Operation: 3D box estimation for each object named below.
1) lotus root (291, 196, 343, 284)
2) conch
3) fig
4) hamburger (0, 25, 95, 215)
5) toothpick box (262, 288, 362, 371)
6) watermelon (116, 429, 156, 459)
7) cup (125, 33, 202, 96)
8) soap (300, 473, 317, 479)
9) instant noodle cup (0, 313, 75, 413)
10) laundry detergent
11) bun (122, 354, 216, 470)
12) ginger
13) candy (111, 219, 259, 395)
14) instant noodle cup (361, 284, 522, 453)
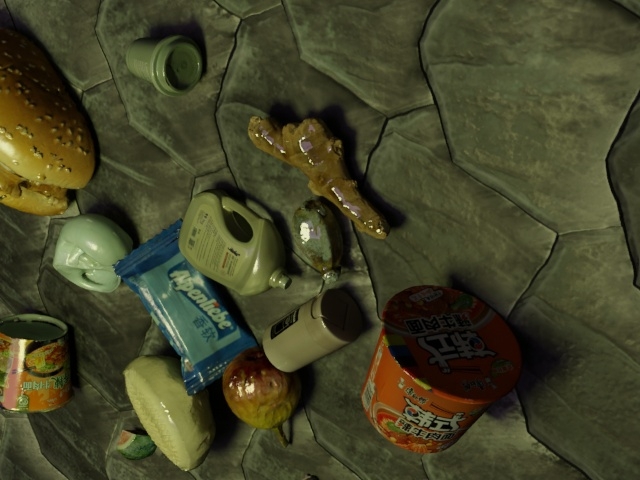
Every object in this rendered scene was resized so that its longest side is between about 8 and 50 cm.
[{"bbox_3d":[-0.001,0.000,1.768,0.088,0.088,0.165,-12,104,39],"label":"lotus root"},{"bbox_3d":[-0.502,0.030,2.123,0.221,0.121,0.185,-29,93,46],"label":"conch"},{"bbox_3d":[-0.105,0.335,1.951,0.159,0.159,0.257,7,131,34],"label":"fig"},{"bbox_3d":[-0.705,-0.254,2.067,0.268,0.287,0.446,-34,88,37],"label":"hamburger"},{"bbox_3d":[-0.016,0.174,1.825,0.180,0.111,0.111,-33,86,41],"label":"toothpick box"},{"bbox_3d":[-0.438,0.481,2.286,0.092,0.084,0.072,-27,65,4],"label":"watermelon"},{"bbox_3d":[-0.309,-0.344,1.852,0.141,0.120,0.120,17,116,41],"label":"cup"},{"bbox_3d":[-0.058,0.683,2.049,0.296,0.107,0.285,-34,86,39],"label":"soap"},{"bbox_3d":[-0.709,0.294,2.324,0.230,0.230,0.182,18,107,30],"label":"instant noodle cup"},{"bbox_3d":[-0.159,0.017,1.885,0.253,0.091,0.181,33,118,23],"label":"laundry detergent"},{"bbox_3d":[-0.313,0.361,2.077,0.287,0.146,0.287,45,155,29],"label":"bun"},{"bbox_3d":[0.006,-0.127,1.718,0.334,0.081,0.148,47,128,5],"label":"ginger"},{"bbox_3d":[-0.281,0.139,1.983,0.331,0.187,0.077,57,166,1],"label":"candy"},{"bbox_3d":[0.189,0.227,1.622,0.250,0.250,0.192,40,134,18],"label":"instant noodle cup"}]
